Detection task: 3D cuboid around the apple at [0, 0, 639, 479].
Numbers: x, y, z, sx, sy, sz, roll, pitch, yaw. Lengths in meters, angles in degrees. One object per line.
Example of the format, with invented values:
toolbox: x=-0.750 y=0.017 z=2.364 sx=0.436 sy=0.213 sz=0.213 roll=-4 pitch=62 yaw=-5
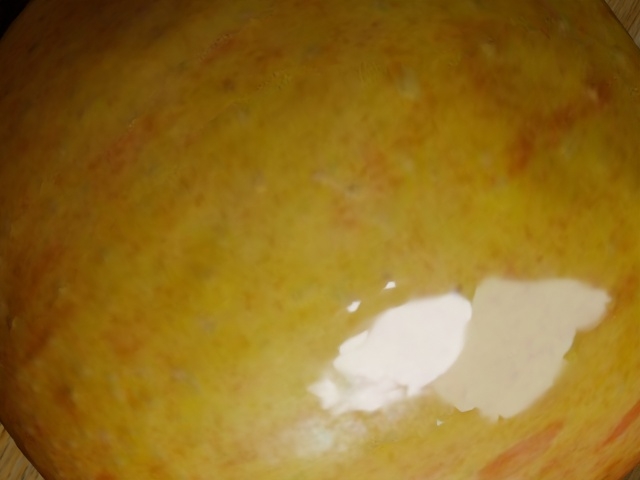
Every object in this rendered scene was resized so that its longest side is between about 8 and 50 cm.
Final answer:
apple: x=0.000 y=0.000 z=0.755 sx=0.275 sy=0.299 sz=0.299 roll=-37 pitch=153 yaw=-6
